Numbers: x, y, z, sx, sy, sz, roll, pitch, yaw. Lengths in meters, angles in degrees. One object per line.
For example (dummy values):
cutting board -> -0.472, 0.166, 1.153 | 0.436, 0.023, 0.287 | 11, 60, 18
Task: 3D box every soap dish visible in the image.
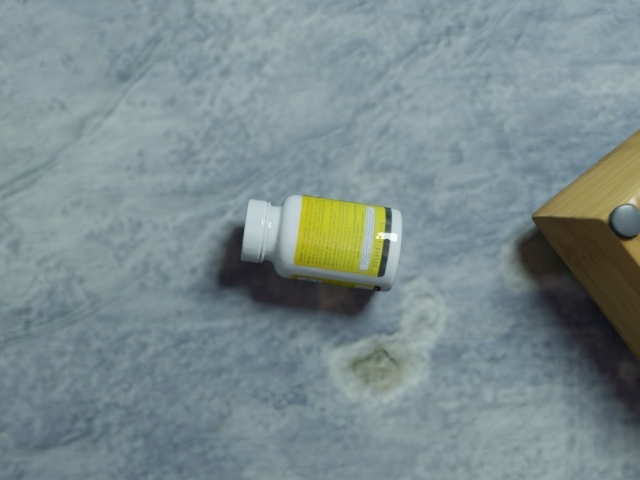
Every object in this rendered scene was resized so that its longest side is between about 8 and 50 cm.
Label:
soap dish -> 0.344, -0.017, 0.884 | 0.291, 0.118, 0.229 | -38, 92, -2

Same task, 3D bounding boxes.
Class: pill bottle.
pill bottle -> 0.000, 0.000, 0.890 | 0.116, 0.065, 0.065 | 8, 89, -4
